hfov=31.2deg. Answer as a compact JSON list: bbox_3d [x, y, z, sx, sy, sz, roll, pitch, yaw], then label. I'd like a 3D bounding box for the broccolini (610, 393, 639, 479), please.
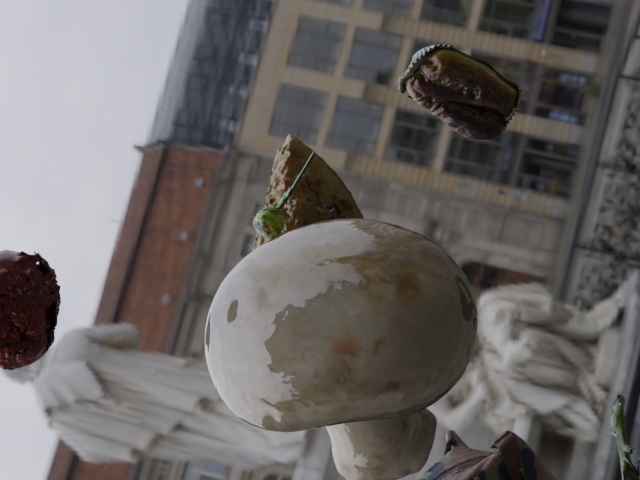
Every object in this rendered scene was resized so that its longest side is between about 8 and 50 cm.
[{"bbox_3d":[0.481,0.352,1.738,0.271,0.062,0.123,-85,-22,-47],"label":"broccolini"}]

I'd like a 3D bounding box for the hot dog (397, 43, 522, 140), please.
[{"bbox_3d":[0.283,-0.296,2.307,0.162,0.270,0.082,-46,29,34],"label":"hot dog"}]

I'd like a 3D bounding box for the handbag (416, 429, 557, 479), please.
[{"bbox_3d":[0.191,0.370,1.463,0.251,0.190,0.193,-39,-71,-34],"label":"handbag"}]

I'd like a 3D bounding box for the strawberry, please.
[{"bbox_3d":[-0.624,0.145,2.218,0.274,0.220,0.274,-29,-17,-10],"label":"strawberry"}]

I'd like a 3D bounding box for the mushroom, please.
[{"bbox_3d":[0.028,0.130,1.232,0.297,0.297,0.290,-57,-42,-64],"label":"mushroom"}]

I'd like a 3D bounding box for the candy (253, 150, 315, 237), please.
[{"bbox_3d":[-0.038,-0.056,1.378,0.123,0.035,0.035,-56,14,-9],"label":"candy"}]

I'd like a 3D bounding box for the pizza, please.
[{"bbox_3d":[0.014,-0.023,2.027,0.087,0.258,0.268,-22,48,45],"label":"pizza"}]
